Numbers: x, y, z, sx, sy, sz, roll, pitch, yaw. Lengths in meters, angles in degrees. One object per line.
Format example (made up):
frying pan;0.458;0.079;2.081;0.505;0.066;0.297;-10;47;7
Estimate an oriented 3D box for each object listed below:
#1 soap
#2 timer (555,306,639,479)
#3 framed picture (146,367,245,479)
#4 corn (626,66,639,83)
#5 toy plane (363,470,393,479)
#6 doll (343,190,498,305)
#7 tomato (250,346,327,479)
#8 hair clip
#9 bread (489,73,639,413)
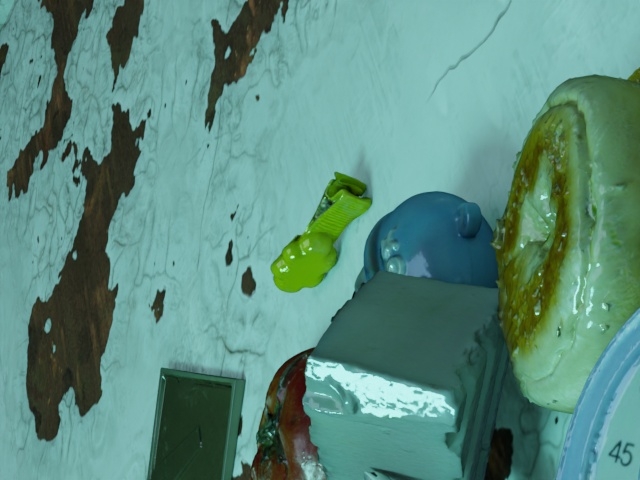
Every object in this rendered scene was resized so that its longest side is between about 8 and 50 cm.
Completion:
soap;0.072;0.199;1.797;0.258;0.158;0.302;-51;-29;-63
timer;0.327;0.173;1.382;0.395;0.173;0.395;-30;53;49
framed picture;-0.175;0.274;2.600;0.265;0.018;0.192;1;82;63
corn;0.333;-0.142;1.653;0.206;0.067;0.067;-24;60;60
toy plane;0.126;0.292;1.777;0.058;0.226;0.226;-59;-11;-4
doll;0.094;0.066;1.986;0.314;0.141;0.177;121;145;-43
tomato;-0.025;0.231;2.219;0.228;0.101;0.228;-171;90;-67
hair clip;0.000;0.000;2.292;0.173;0.072;0.046;-53;32;27
bread;0.248;0.004;1.639;0.305;0.158;0.306;-177;90;-78
